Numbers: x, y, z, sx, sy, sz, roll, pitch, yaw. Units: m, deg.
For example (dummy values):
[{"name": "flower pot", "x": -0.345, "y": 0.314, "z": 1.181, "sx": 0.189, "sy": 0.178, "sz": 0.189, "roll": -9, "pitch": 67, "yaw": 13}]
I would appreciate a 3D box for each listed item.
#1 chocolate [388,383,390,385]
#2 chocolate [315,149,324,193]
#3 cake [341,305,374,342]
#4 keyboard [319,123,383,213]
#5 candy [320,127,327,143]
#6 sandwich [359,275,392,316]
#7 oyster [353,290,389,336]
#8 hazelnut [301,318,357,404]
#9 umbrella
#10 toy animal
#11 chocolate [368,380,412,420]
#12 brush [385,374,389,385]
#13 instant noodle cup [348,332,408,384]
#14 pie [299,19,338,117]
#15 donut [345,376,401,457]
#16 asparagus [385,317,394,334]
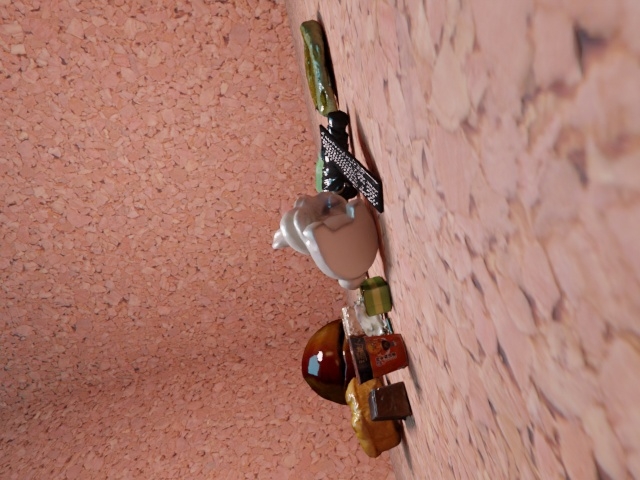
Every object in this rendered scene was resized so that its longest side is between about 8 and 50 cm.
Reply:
[{"name": "chocolate", "x": 0.270, "y": 0.607, "z": 1.710, "sx": 0.064, "sy": 0.031, "sz": 0.100, "roll": 56, "pitch": -161, "yaw": -79}, {"name": "chocolate", "x": 0.023, "y": -0.312, "z": 2.009, "sx": 0.291, "sy": 0.110, "sz": 0.110, "roll": 86, "pitch": 172, "yaw": -68}, {"name": "cake", "x": 0.154, "y": 0.317, "z": 1.718, "sx": 0.147, "sy": 0.135, "sz": 0.134, "roll": 93, "pitch": 166, "yaw": -70}, {"name": "keyboard", "x": 0.047, "y": -0.206, "z": 1.065, "sx": 0.103, "sy": 0.041, "sz": 0.381, "roll": 78, "pitch": 168, "yaw": -46}, {"name": "candy", "x": 0.046, "y": -0.279, "z": 1.502, "sx": 0.138, "sy": 0.071, "sz": 0.174, "roll": -105, "pitch": 1, "yaw": -52}, {"name": "sandwich", "x": 0.147, "y": 0.150, "z": 1.217, "sx": 0.116, "sy": 0.074, "sz": 0.074, "roll": -101, "pitch": -1, "yaw": -82}, {"name": "oyster", "x": 0.170, "y": 0.214, "z": 1.376, "sx": 0.163, "sy": 0.081, "sz": 0.191, "roll": 51, "pitch": 153, "yaw": 22}, {"name": "hazelnut", "x": 0.090, "y": 0.599, "z": 2.194, "sx": 0.429, "sy": 0.402, "sz": 0.402, "roll": 60, "pitch": -167, "yaw": -49}, {"name": "umbrella", "x": 0.054, "y": -0.216, "z": 1.303, "sx": 0.113, "sy": 0.106, "sz": 0.357, "roll": 37, "pitch": 145, "yaw": 31}, {"name": "toy animal", "x": -0.001, "y": -0.008, "z": 1.249, "sx": 0.367, "sy": 0.196, "sz": 0.241, "roll": 27, "pitch": 138, "yaw": 54}, {"name": "chocolate", "x": 0.214, "y": 0.528, "z": 1.432, "sx": 0.321, "sy": 0.112, "sz": 0.112, "roll": 79, "pitch": -179, "yaw": -66}, {"name": "brush", "x": 0.259, "y": 0.526, "z": 1.790, "sx": 0.051, "sy": 0.014, "sz": 0.164, "roll": 75, "pitch": -179, "yaw": -64}, {"name": "instant noodle cup", "x": 0.149, "y": 0.296, "z": 1.148, "sx": 0.127, "sy": 0.136, "sz": 0.127, "roll": 167, "pitch": 90, "yaw": -90}, {"name": "pie", "x": -0.007, "y": -0.528, "z": 1.392, "sx": 0.302, "sy": 0.067, "sz": 0.302, "roll": 167, "pitch": 90, "yaw": -89}, {"name": "donut", "x": 0.206, "y": 0.684, "z": 1.754, "sx": 0.317, "sy": 0.150, "sz": 0.299, "roll": 53, "pitch": -163, "yaw": -65}, {"name": "asparagus", "x": 0.206, "y": 0.280, "z": 1.255, "sx": 0.015, "sy": 0.018, "sz": 0.127, "roll": 7, "pitch": -114, "yaw": -53}]
